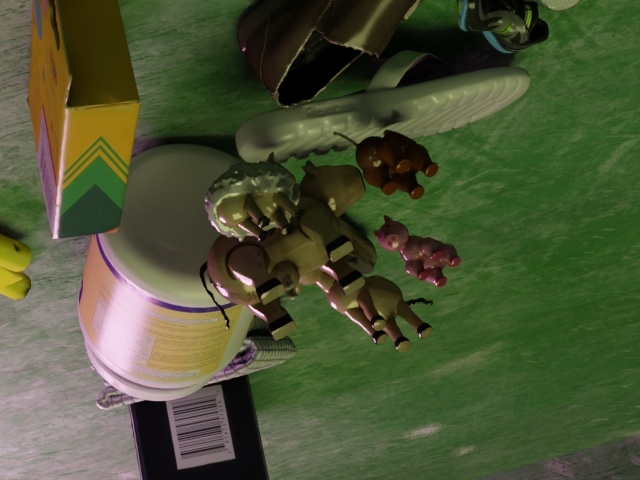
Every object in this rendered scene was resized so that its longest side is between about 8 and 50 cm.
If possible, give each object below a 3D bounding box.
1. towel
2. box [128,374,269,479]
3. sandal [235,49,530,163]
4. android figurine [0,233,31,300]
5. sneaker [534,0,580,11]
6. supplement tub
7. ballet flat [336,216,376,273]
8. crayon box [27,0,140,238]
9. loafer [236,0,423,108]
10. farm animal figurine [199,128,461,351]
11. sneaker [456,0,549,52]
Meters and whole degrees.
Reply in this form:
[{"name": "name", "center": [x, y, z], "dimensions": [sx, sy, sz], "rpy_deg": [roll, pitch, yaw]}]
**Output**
[{"name": "towel", "center": [-0.202, 0.169, 2.347], "dimensions": [0.284, 0.121, 0.235], "rpy_deg": [-15, 176, 12]}, {"name": "box", "center": [-0.208, 0.395, 2.645], "dimensions": [0.212, 0.293, 0.395], "rpy_deg": [-11, 153, -5]}, {"name": "sandal", "center": [0.084, -0.185, 1.846], "dimensions": [0.416, 0.102, 0.169], "rpy_deg": [-14, 171, -30]}, {"name": "android figurine", "center": [-0.528, 0.044, 2.063], "dimensions": [0.248, 0.056, 0.273], "rpy_deg": [-23, 154, 17]}, {"name": "sneaker", "center": [0.248, -0.316, 1.657], "dimensions": [0.110, 0.122, 0.283], "rpy_deg": [-19, 154, 10]}, {"name": "supplement tub", "center": [-0.197, 0.052, 2.014], "dimensions": [0.241, 0.241, 0.331], "rpy_deg": [-4, 149, -20]}, {"name": "ballet flat", "center": [0.012, -0.018, 2.219], "dimensions": [0.084, 0.058, 0.250], "rpy_deg": [-4, 156, 32]}, {"name": "crayon box", "center": [-0.258, -0.165, 1.613], "dimensions": [0.081, 0.202, 0.318], "rpy_deg": [-7, 154, -16]}, {"name": "loafer", "center": [0.060, -0.263, 1.659], "dimensions": [0.134, 0.130, 0.366], "rpy_deg": [10, 145, -41]}, {"name": "farm animal figurine", "center": [0.000, 0.000, 1.813], "dimensions": [0.327, 0.172, 0.330], "rpy_deg": [-19, 134, -25]}, {"name": "sneaker", "center": [0.215, -0.272, 1.778], "dimensions": [0.078, 0.067, 0.188], "rpy_deg": [-6, 166, 31]}]
